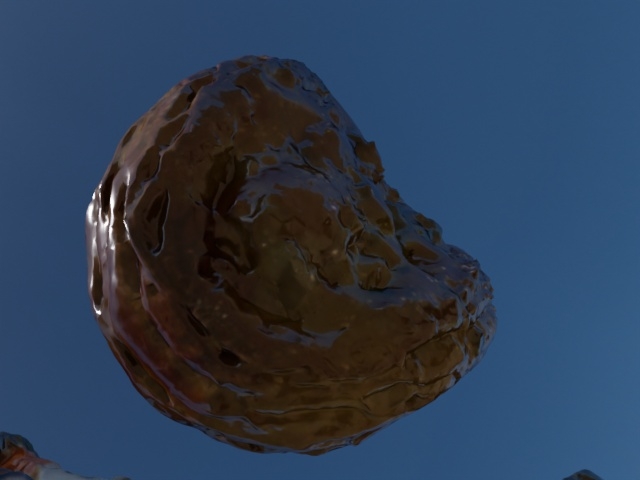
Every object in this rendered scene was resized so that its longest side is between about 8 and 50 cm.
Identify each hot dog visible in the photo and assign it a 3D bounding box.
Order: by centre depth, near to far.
[{"bbox_3d":[0.000,0.000,0.501,0.174,0.387,0.267,-39,-92,18],"label":"hot dog"}]

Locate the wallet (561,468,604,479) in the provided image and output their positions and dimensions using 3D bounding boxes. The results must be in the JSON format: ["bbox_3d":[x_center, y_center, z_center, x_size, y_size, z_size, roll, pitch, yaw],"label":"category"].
[{"bbox_3d":[0.397,0.406,0.683,0.228,0.406,0.062,-7,-61,-39],"label":"wallet"}]

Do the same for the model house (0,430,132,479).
[{"bbox_3d":[-0.247,0.265,0.555,0.271,0.300,0.190,51,-136,-64],"label":"model house"}]
